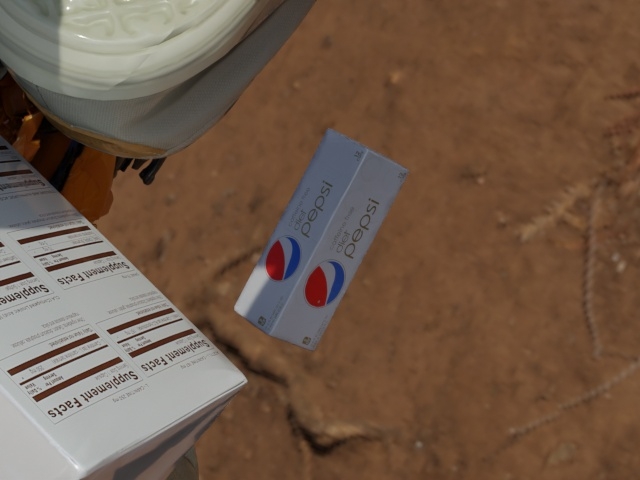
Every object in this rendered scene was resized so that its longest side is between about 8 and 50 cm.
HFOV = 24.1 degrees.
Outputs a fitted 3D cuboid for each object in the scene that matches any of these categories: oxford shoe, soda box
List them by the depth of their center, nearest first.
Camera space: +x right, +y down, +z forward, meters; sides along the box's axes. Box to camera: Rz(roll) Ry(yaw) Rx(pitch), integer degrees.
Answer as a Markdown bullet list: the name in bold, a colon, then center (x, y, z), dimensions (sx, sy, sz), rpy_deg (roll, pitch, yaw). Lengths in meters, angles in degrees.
- **oxford shoe**: center (-0.017, -0.209, 0.727), dimensions (0.449, 0.169, 0.130), rpy_deg (-57, -9, -31)
- **soda box**: center (0.000, 0.000, 1.546), dimensions (0.069, 0.074, 0.216), rpy_deg (31, 95, 44)

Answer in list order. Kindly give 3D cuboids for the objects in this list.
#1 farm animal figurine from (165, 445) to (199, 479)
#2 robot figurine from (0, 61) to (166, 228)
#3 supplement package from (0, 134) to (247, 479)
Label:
- **farm animal figurine**: center (-0.114, 0.283, 1.242), dimensions (0.330, 0.327, 0.172), rpy_deg (-19, 35, 0)
- **robot figurine**: center (-0.180, -0.035, 0.821), dimensions (0.085, 0.211, 0.291), rpy_deg (41, 116, 21)
- **supplement package**: center (-0.182, 0.070, 0.635), dimensions (0.194, 0.203, 0.149), rpy_deg (-50, -11, 20)
